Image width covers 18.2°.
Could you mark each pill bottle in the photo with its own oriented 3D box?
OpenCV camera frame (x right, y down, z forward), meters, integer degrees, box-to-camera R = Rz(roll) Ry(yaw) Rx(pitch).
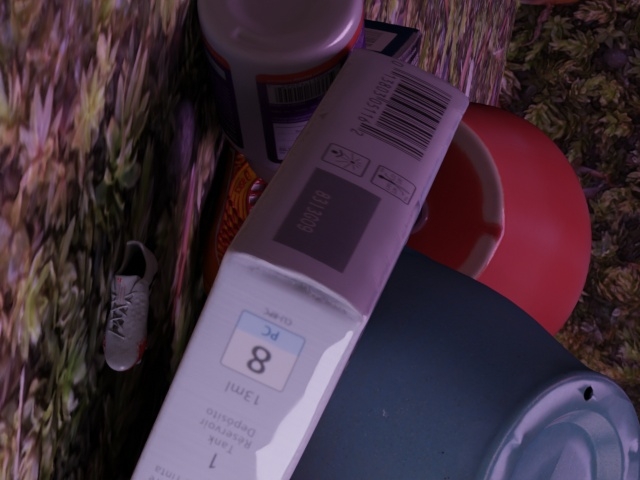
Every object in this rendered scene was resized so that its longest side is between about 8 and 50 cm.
[{"bbox_3d":[-0.021,-0.114,1.353,0.193,0.108,0.108,84,18,-63],"label":"pill bottle"}]

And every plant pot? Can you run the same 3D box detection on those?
[{"bbox_3d":[0.103,-0.013,1.856,0.243,0.275,0.275,22,78,-72],"label":"plant pot"},{"bbox_3d":[0.085,0.149,1.458,0.272,0.255,0.271,-17,115,-40],"label":"plant pot"}]

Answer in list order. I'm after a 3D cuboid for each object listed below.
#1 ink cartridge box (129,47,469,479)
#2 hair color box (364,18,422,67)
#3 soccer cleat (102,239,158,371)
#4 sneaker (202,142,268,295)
[{"bbox_3d":[-0.043,0.105,1.229,0.308,0.091,0.385,-63,176,-61],"label":"ink cartridge box"},{"bbox_3d":[0.000,0.000,1.639,0.174,0.105,0.347,-53,153,-70],"label":"hair color box"},{"bbox_3d":[-0.116,0.038,1.196,0.035,0.029,0.083,72,25,-54],"label":"soccer cleat"},{"bbox_3d":[-0.053,-0.030,1.465,0.067,0.064,0.175,-55,-169,53],"label":"sneaker"}]
